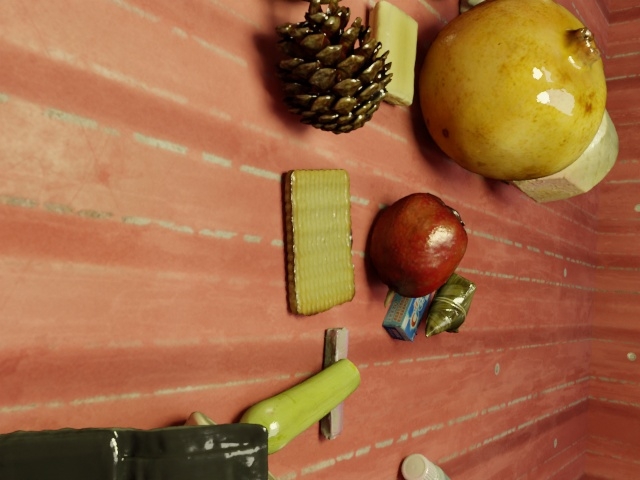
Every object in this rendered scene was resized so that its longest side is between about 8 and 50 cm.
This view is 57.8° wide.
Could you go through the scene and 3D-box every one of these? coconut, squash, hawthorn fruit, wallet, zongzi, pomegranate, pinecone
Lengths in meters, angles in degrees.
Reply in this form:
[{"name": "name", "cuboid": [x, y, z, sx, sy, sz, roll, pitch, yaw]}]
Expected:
[{"name": "coconut", "cuboid": [0.618, -0.268, 1.569, 0.353, 0.353, 0.352, -3, 94, -52]}, {"name": "squash", "cuboid": [-0.034, 0.274, 0.951, 0.250, 0.083, 0.083, -19, 106, -45]}, {"name": "hawthorn fruit", "cuboid": [0.185, 0.021, 1.172, 0.251, 0.190, 0.189, -52, 132, -12]}, {"name": "wallet", "cuboid": [-0.214, 0.325, 0.646, 0.323, 0.041, 0.247, 0, 90, -19]}, {"name": "zongzi", "cuboid": [0.272, 0.192, 1.308, 0.184, 0.084, 0.187, -50, 154, -30]}, {"name": "pomegranate", "cuboid": [0.428, -0.336, 1.265, 0.417, 0.417, 0.416, -3, 94, -52]}, {"name": "pinecone", "cuboid": [0.013, -0.274, 0.925, 0.184, 0.179, 0.204, -41, 112, 8]}]

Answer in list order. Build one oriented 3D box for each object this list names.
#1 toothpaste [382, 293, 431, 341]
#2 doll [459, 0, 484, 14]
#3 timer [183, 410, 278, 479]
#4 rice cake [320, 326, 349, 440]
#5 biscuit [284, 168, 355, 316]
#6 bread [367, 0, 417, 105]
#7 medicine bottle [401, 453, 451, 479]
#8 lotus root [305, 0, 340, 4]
[{"name": "toothpaste", "cuboid": [0.220, 0.095, 1.299, 0.066, 0.053, 0.272, 54, 52, -38]}, {"name": "doll", "cuboid": [0.453, -0.569, 1.529, 0.293, 0.119, 0.138, 34, 81, -53]}, {"name": "timer", "cuboid": [-0.188, 0.380, 0.746, 0.266, 0.175, 0.175, -48, 130, -16]}, {"name": "rice cake", "cuboid": [0.026, 0.263, 1.073, 0.047, 0.036, 0.206, 7, 86, -42]}, {"name": "biscuit", "cuboid": [0.000, 0.000, 1.035, 0.172, 0.029, 0.254, -10, 99, -52]}, {"name": "bread", "cuboid": [0.144, -0.372, 1.175, 0.140, 0.060, 0.178, 8, 86, -51]}, {"name": "medicine bottle", "cuboid": [0.254, 0.561, 1.339, 0.203, 0.084, 0.083, 53, 52, -37]}, {"name": "lotus root", "cuboid": [-0.035, -0.444, 0.887, 0.260, 0.128, 0.145, -9, 72, -51]}]
